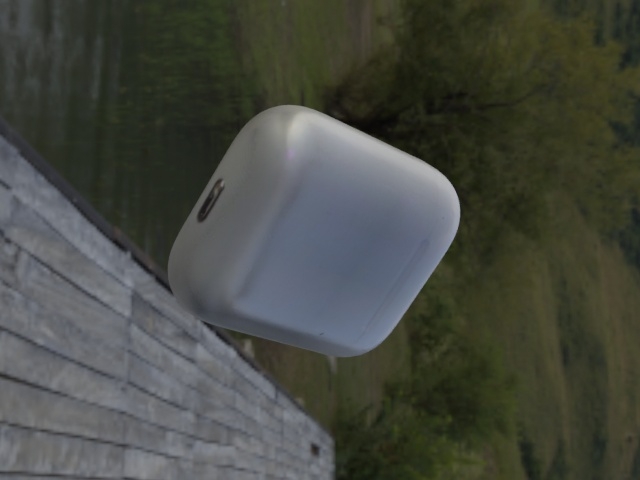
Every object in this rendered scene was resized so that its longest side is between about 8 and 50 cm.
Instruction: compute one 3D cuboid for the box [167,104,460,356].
[{"bbox_3d":[-0.001,-0.001,1.184,0.289,0.349,0.141,-58,-138,13],"label":"box"}]
